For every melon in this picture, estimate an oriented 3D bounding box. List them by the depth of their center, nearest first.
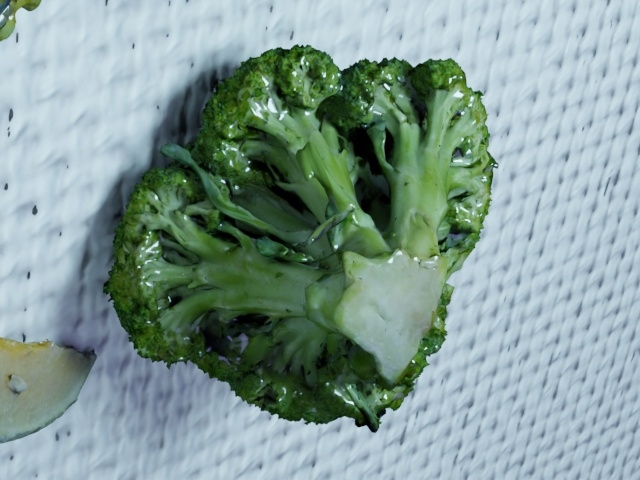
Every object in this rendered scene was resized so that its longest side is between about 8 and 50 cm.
[{"bbox_3d":[-0.241,0.116,1.449,0.182,0.054,0.098,21,86,-57],"label":"melon"}]

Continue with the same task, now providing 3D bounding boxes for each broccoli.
[{"bbox_3d":[0.000,0.000,1.447,0.303,0.283,0.321,11,103,-22],"label":"broccoli"}]

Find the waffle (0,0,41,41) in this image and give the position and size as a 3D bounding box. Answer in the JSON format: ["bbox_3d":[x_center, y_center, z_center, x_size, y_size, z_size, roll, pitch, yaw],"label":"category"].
[{"bbox_3d":[-0.253,-0.181,1.157,0.204,0.054,0.223,-34,142,-30],"label":"waffle"}]
